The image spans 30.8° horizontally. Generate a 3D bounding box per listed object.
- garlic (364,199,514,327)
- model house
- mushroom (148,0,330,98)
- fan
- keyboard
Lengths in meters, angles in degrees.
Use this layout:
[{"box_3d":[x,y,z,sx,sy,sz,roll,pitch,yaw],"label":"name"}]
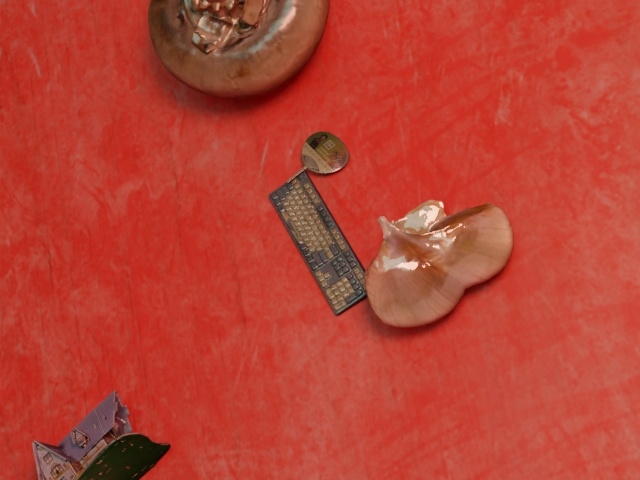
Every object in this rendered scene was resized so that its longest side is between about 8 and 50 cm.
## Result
[{"box_3d":[0.125,0.016,1.256,0.174,0.099,0.124,-30,82,8],"label":"garlic"},{"box_3d":[-0.270,0.248,1.314,0.167,0.117,0.088,-45,62,6],"label":"model house"},{"box_3d":[-0.103,-0.280,1.375,0.226,0.178,0.226,-6,77,27],"label":"mushroom"},{"box_3d":[-0.006,-0.102,1.375,0.080,0.003,0.060,-13,62,2],"label":"fan"},{"box_3d":[0.000,0.000,1.346,0.055,0.014,0.176,-34,66,10],"label":"keyboard"}]
